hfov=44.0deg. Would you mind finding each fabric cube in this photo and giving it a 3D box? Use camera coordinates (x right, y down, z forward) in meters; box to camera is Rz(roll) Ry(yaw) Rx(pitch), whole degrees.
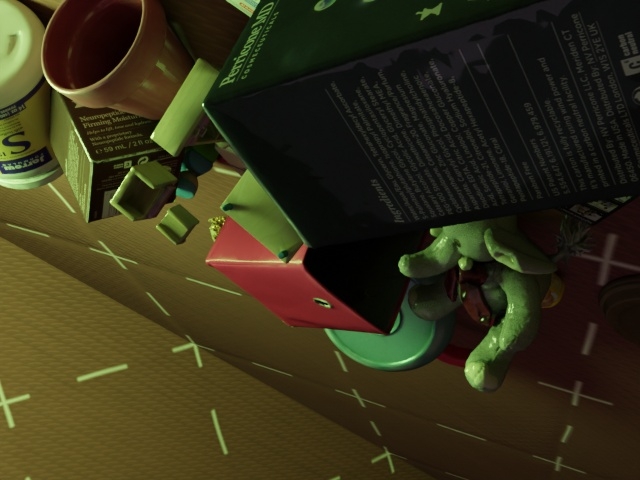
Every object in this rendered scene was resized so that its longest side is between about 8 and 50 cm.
[{"bbox_3d":[0.000,0.000,1.440,0.258,0.259,0.254,-1,148,45],"label":"fabric cube"}]

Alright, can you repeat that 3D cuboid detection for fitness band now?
[{"bbox_3d":[0.306,0.190,1.740,0.209,0.054,0.291,-20,133,34],"label":"fitness band"}]

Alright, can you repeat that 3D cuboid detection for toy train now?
[{"bbox_3d":[-0.283,-0.136,1.559,0.105,0.143,0.248,36,154,-25],"label":"toy train"}]

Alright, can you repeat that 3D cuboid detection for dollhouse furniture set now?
[{"bbox_3d":[-0.089,-0.086,1.196,0.303,0.286,0.198,38,-163,7],"label":"dollhouse furniture set"}]

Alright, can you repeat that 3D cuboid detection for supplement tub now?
[{"bbox_3d":[-0.584,-0.260,1.458,0.241,0.241,0.331,21,156,7],"label":"supplement tub"}]

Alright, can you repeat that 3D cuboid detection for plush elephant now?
[{"bbox_3d":[0.246,0.027,1.242,0.255,0.330,0.272,37,-163,-35],"label":"plush elephant"}]

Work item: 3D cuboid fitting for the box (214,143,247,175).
[{"bbox_3d":[-0.031,-0.166,1.306,0.275,0.113,0.094,8,153,35],"label":"box"}]

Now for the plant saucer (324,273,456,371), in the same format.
[{"bbox_3d":[0.127,0.148,1.676,0.317,0.044,0.318,9,116,19],"label":"plant saucer"}]

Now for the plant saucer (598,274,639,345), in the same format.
[{"bbox_3d":[0.641,0.147,1.429,0.277,0.041,0.278,19,157,9],"label":"plant saucer"}]

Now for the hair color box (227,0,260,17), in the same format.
[{"bbox_3d":[-0.078,-0.359,1.013,0.093,0.053,0.167,31,154,-15],"label":"hair color box"}]

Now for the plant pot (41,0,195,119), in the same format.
[{"bbox_3d":[-0.295,-0.282,1.230,0.201,0.201,0.180,10,169,29],"label":"plant pot"}]

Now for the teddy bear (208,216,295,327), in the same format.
[{"bbox_3d":[-0.129,0.057,1.816,0.338,0.113,0.245,31,156,49],"label":"teddy bear"}]

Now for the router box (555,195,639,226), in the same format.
[{"bbox_3d":[0.361,-0.096,1.166,0.178,0.046,0.133,26,157,-3],"label":"router box"}]

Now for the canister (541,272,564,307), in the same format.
[{"bbox_3d":[0.355,0.058,1.466,0.170,0.073,0.126,36,154,-30],"label":"canister"}]

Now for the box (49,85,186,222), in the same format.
[{"bbox_3d":[-0.357,-0.171,1.374,0.203,0.168,0.167,58,148,24],"label":"box"}]

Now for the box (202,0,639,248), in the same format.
[{"bbox_3d":[0.139,-0.190,0.750,0.395,0.294,0.212,-11,133,33],"label":"box"}]
